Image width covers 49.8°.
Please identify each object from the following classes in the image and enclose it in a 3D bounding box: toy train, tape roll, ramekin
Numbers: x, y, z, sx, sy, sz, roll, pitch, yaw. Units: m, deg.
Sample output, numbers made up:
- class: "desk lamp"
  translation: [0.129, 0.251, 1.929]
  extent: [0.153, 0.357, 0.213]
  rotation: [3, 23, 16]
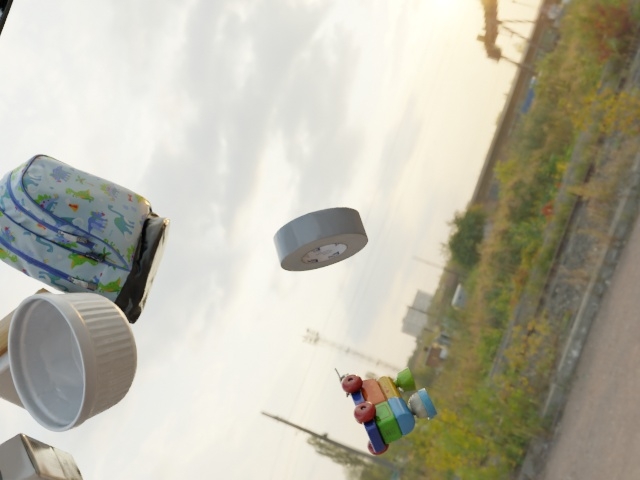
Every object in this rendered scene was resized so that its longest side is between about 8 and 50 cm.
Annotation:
- class: "toy train"
  translation: [0.119, 0.285, 1.328]
  extent: [0.248, 0.143, 0.105]
  rotation: [-119, 7, -63]
- class: "tape roll"
  translation: [0.000, 0.000, 1.639]
  extent: [0.219, 0.219, 0.072]
  rotation: [68, -176, -71]
- class: "ramekin"
  translation: [-0.375, 0.177, 1.056]
  extent: [0.109, 0.207, 0.207]
  rotation: [-9, -60, -52]

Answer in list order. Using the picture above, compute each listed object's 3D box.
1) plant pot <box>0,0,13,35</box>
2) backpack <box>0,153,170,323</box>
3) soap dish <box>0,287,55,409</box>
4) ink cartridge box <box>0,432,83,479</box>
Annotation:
- class: "plant pot"
  translation: [-0.374, -0.248, 0.589]
  extent: [0.187, 0.167, 0.188]
  rotation: [20, -90, -38]
- class: "backpack"
  translation: [-0.516, -0.020, 1.458]
  extent: [0.290, 0.355, 0.274]
  rotation: [-83, 10, -53]
- class: "soap dish"
  translation: [-0.565, 0.237, 1.424]
  extent: [0.229, 0.118, 0.291]
  rotation: [-40, -28, -11]
- class: "ink cartridge box"
  translation: [-0.479, 0.360, 0.806]
  extent: [0.370, 0.069, 0.176]
  rotation: [-31, -20, -14]
